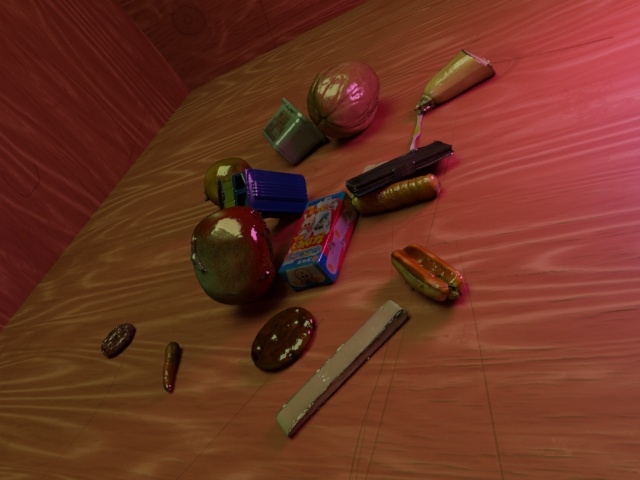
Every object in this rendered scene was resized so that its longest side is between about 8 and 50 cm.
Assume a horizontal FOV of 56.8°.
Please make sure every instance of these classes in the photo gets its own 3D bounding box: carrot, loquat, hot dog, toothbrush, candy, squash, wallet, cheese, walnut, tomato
[{"bbox_3d":[-0.463,0.388,1.823,0.047,0.047,0.191,-30,32,16],"label":"carrot"},{"bbox_3d":[-0.378,-0.222,2.385,0.246,0.213,0.213,-27,33,22],"label":"loquat"},{"bbox_3d":[0.256,0.084,1.420,0.104,0.076,0.250,-26,31,-15],"label":"hot dog"},{"bbox_3d":[0.323,-0.371,1.983,0.022,0.026,0.263,-11,40,27],"label":"toothbrush"},{"bbox_3d":[0.000,-0.001,1.778,0.157,0.100,0.306,-14,40,36],"label":"candy"},{"bbox_3d":[0.431,-0.545,2.003,0.287,0.137,0.137,-28,32,24],"label":"squash"},{"bbox_3d":[0.167,-0.183,1.893,0.110,0.039,0.155,-5,45,39],"label":"wallet"},{"bbox_3d":[0.231,-0.217,1.777,0.317,0.044,0.169,-24,16,-2],"label":"wallet"},{"bbox_3d":[0.050,0.296,1.400,0.400,0.034,0.085,-44,26,-8],"label":"cheese"},{"bbox_3d":[0.091,-0.533,2.220,0.252,0.277,0.313,28,58,18],"label":"walnut"},{"bbox_3d":[0.218,-0.129,1.735,0.289,0.083,0.068,-12,59,38],"label":"hot dog"},{"bbox_3d":[-0.261,0.045,1.795,0.239,0.303,0.303,-13,33,1],"label":"tomato"}]

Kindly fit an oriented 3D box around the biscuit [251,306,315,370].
[{"bbox_3d":[-0.105,0.261,1.607,0.212,0.036,0.212,-28,31,19],"label":"biscuit"}]

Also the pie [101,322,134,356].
[{"bbox_3d":[-0.745,0.363,2.172,0.154,0.036,0.154,-29,31,20],"label":"pie"}]

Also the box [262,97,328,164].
[{"bbox_3d":[-0.120,-0.441,2.435,0.182,0.175,0.312,-47,30,6],"label":"box"}]

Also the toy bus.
[{"bbox_3d":[-0.190,-0.150,1.995,0.175,0.288,0.138,-12,83,39],"label":"toy bus"}]
